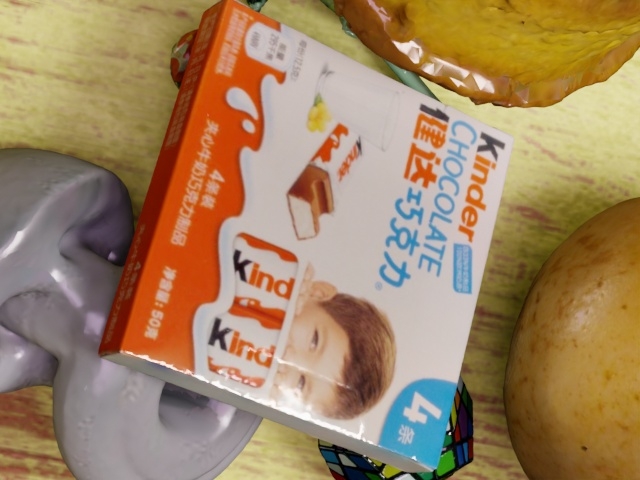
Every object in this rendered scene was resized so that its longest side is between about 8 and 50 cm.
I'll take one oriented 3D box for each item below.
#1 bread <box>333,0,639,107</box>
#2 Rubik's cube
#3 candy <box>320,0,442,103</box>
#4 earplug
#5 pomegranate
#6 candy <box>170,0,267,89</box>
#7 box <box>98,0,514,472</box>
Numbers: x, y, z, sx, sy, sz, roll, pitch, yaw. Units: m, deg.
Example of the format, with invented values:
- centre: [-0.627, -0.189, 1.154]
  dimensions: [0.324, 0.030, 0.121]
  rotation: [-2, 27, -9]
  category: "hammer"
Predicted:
- centre: [0.143, -0.295, 1.147]
  dimensions: [0.398, 0.215, 0.398]
  rotation: [7, 76, -30]
  category: "bread"
- centre: [0.060, 0.145, 1.299]
  dimensions: [0.133, 0.133, 0.112]
  rotation: [41, 64, -15]
  category: "Rubik's cube"
- centre: [0.032, -0.160, 1.245]
  dimensions: [0.083, 0.091, 0.305]
  rotation: [-38, 118, 11]
  category: "candy"
- centre: [-0.164, 0.060, 1.223]
  dimensions: [0.325, 0.175, 0.214]
  rotation: [39, 76, -23]
  category: "earplug"
- centre: [0.285, 0.102, 1.244]
  dimensions: [0.307, 0.307, 0.307]
  rotation: [-2, 100, -10]
  category: "pomegranate"
- centre: [-0.047, -0.182, 1.261]
  dimensions: [0.185, 0.049, 0.055]
  rotation: [-48, 140, -8]
  category: "candy"
- centre: [0.000, 0.000, 1.195]
  dimensions: [0.265, 0.048, 0.273]
  rotation: [23, 70, -25]
  category: "box"
